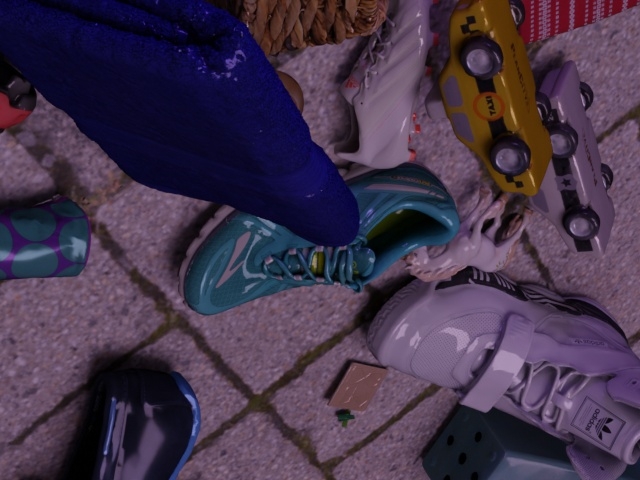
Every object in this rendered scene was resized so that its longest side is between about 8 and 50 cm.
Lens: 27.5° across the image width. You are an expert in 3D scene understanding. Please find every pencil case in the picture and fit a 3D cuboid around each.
[{"bbox_3d":[-0.269,-0.002,1.070,0.151,0.064,0.070,-2,86,-29],"label":"pencil case"}]

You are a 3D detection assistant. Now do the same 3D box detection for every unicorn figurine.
[{"bbox_3d":[0.153,0.000,1.332,0.162,0.060,0.111,20,106,-36],"label":"unicorn figurine"}]

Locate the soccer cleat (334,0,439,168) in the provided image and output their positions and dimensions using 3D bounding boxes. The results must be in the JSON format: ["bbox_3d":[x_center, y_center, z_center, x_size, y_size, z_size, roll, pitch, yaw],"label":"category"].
[{"bbox_3d":[0.057,-0.151,1.156,0.076,0.068,0.196,2,121,-9],"label":"soccer cleat"}]

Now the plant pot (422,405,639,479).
[{"bbox_3d":[0.250,0.284,1.548,0.234,0.165,0.166,21,111,-32],"label":"plant pot"}]

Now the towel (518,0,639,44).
[{"bbox_3d":[0.295,-0.304,1.207,0.274,0.031,0.199,-22,134,-13],"label":"towel"}]

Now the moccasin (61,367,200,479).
[{"bbox_3d":[-0.241,0.266,1.270,0.116,0.137,0.342,20,98,-35],"label":"moccasin"}]

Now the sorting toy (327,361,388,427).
[{"bbox_3d":[0.033,0.169,1.422,0.062,0.012,0.083,14,112,-43],"label":"sorting toy"}]

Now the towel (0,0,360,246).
[{"bbox_3d":[-0.099,-0.103,0.950,0.076,0.227,0.308,-67,158,-13],"label":"towel"}]

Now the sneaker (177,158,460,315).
[{"bbox_3d":[0.000,0.000,1.204,0.275,0.110,0.107,-22,133,-14],"label":"sneaker"}]

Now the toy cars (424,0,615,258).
[{"bbox_3d":[0.184,-0.104,1.213,0.087,0.176,0.393,-6,162,27],"label":"toy cars"}]

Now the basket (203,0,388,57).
[{"bbox_3d":[0.013,-0.292,0.914,0.223,0.213,0.299,-14,130,-21],"label":"basket"}]

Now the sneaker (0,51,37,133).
[{"bbox_3d":[-0.342,-0.108,0.919,0.276,0.097,0.135,21,109,-42],"label":"sneaker"}]

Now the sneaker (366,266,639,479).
[{"bbox_3d":[0.233,0.144,1.387,0.365,0.210,0.137,10,117,-36],"label":"sneaker"}]

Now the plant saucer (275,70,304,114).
[{"bbox_3d":[-0.049,-0.110,1.155,0.083,0.015,0.083,-16,130,-20],"label":"plant saucer"}]
